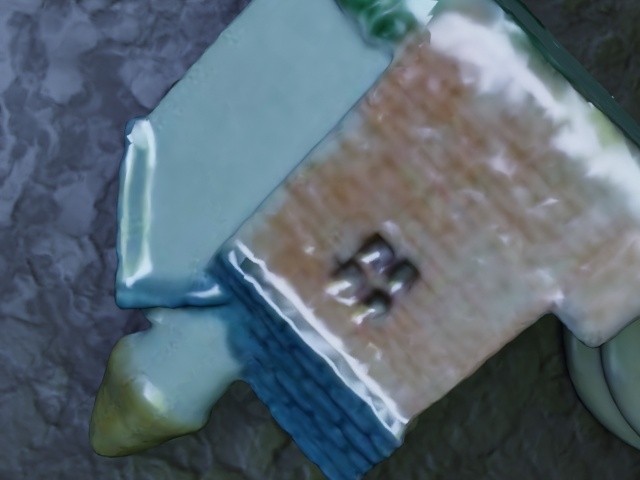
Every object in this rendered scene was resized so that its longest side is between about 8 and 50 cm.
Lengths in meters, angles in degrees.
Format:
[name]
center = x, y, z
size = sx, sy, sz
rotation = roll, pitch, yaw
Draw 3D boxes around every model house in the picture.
[model house]
center = 0.000, 0.000, 0.689
size = 0.325, 0.194, 0.267
rotation = -44, 84, 14

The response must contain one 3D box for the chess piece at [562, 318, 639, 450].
[chess piece]
center = 0.266, 0.061, 0.662
size = 0.182, 0.330, 0.182
rotation = -1, 94, -10
